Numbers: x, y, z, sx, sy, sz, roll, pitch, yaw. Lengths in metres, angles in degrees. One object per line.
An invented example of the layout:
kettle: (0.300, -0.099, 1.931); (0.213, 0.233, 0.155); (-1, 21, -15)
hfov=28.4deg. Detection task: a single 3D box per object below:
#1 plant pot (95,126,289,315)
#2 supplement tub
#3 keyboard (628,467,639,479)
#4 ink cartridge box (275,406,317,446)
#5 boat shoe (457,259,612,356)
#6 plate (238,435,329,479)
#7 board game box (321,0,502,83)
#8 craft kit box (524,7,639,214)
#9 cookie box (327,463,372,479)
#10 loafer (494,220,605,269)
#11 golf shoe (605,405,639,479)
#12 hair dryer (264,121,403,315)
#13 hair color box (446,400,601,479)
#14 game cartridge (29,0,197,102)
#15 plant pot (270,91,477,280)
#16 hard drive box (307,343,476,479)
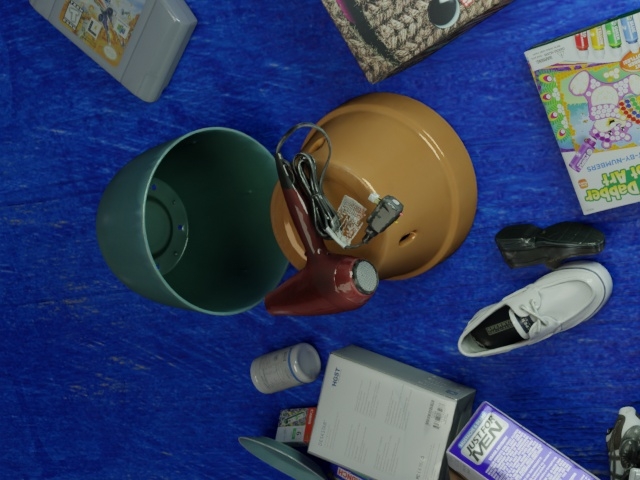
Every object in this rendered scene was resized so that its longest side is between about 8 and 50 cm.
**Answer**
plant pot: (-0.224, -0.024, 2.041); (0.235, 0.293, 0.293); (-5, 108, 50)
supplement tub: (-0.059, 0.218, 2.160); (0.107, 0.071, 0.071); (-21, 98, 38)
keyboard: (0.568, 0.369, 1.799); (0.256, 0.014, 0.072); (6, 130, 10)
ink cartridge box: (-0.021, 0.322, 2.184); (0.115, 0.062, 0.029); (-9, 148, 35)
boat shoe: (0.313, 0.113, 1.864); (0.258, 0.084, 0.095); (-36, 88, 38)
plate: (-0.057, 0.382, 2.203); (0.188, 0.024, 0.188); (26, 161, 10)
board game box: (0.146, -0.391, 1.722); (0.291, 0.141, 0.232); (-30, 92, 38)
craft kit box: (0.428, -0.180, 1.686); (0.250, 0.061, 0.246); (-16, 103, 37)
cookie box: (0.069, 0.377, 2.163); (0.092, 0.040, 0.107); (28, 123, 21)
loafer: (0.336, 0.011, 1.828); (0.170, 0.062, 0.061); (2, 121, 41)
golf shoe: (0.462, 0.324, 1.875); (0.077, 0.094, 0.198); (-6, 136, -4)
hair dryer: (0.000, 0.000, 1.789); (0.223, 0.080, 0.293); (43, 123, 30)
hair color box: (0.353, 0.397, 1.882); (0.339, 0.110, 0.185); (35, 164, 21)
game cartridge: (-0.347, -0.393, 2.099); (0.297, 0.062, 0.198); (40, 130, 13)
plant pot: (0.061, -0.054, 1.883); (0.291, 0.203, 0.290); (14, 118, 28)
hard drive box: (0.113, 0.292, 2.042); (0.232, 0.089, 0.181); (19, 104, 25)
